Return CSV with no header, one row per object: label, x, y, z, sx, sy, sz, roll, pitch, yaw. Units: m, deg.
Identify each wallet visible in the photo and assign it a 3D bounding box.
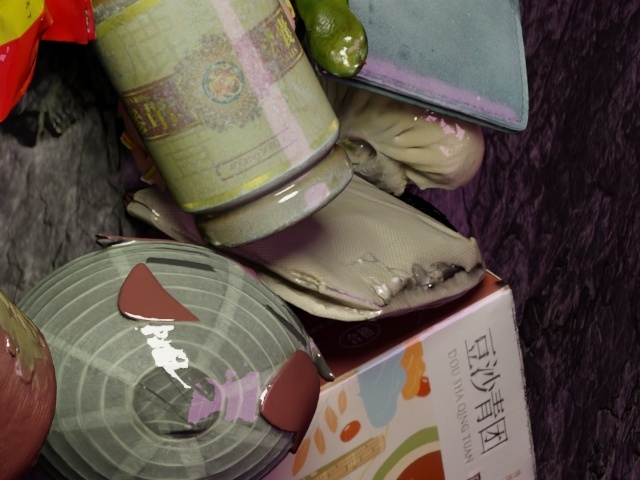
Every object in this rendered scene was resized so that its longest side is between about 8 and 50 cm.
wallet,0.099,-0.260,1.757,0.251,0.054,0.290,12,59,-28
wallet,0.000,-0.004,1.645,0.335,0.275,0.068,-10,120,-53

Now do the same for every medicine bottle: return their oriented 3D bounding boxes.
medicine bottle,-0.102,-0.163,1.424,0.151,0.151,0.322,-45,114,-47

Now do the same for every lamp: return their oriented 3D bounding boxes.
lamp,-0.129,0.114,1.444,0.265,0.233,0.233,23,72,-18
lamp,-0.293,0.088,1.249,0.258,0.180,0.180,56,50,-49

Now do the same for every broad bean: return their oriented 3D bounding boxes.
broad bean,-0.009,-0.240,1.633,0.053,0.256,0.052,6,136,-38

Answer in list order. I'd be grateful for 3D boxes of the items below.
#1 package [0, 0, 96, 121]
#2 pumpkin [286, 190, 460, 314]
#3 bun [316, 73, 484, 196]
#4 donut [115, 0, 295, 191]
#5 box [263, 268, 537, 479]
package,-0.313,-0.134,1.186,0.423,0.123,0.196,-47,139,-47
pumpkin,0.064,0.060,1.883,0.233,0.163,0.233,-24,120,-49
bun,0.073,-0.121,1.825,0.128,0.178,0.193,-35,103,-30
donut,-0.100,-0.150,1.608,0.233,0.085,0.199,-15,110,-58
box,0.021,0.240,1.734,0.385,0.122,0.344,-27,125,-23
